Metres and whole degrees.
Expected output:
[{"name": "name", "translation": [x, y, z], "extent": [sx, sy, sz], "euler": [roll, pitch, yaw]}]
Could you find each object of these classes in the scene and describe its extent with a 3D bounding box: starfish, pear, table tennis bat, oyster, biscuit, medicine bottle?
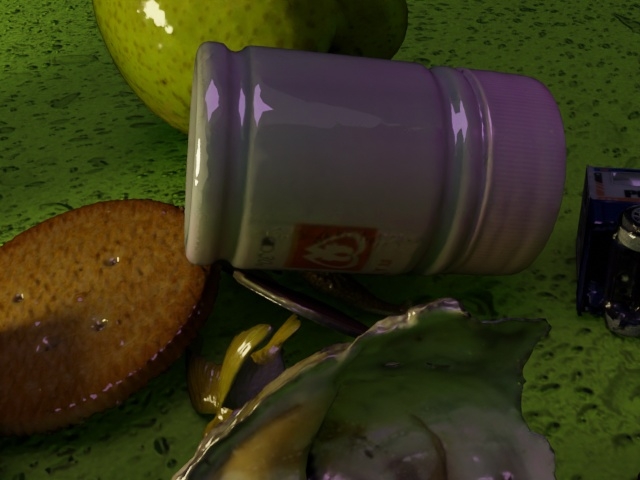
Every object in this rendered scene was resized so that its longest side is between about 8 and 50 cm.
[{"name": "starfish", "translation": [0.000, 0.001, 0.788], "extent": [0.248, 0.050, 0.138], "euler": [27, 47, 15]}, {"name": "pear", "translation": [-0.081, -0.277, 0.887], "extent": [0.391, 0.391, 0.391], "euler": [-3, 39, 2]}, {"name": "table tennis bat", "translation": [-0.037, 0.049, 0.701], "extent": [0.234, 0.131, 0.022], "euler": [22, 89, 50]}, {"name": "oyster", "translation": [0.027, 0.158, 0.502], "extent": [0.271, 0.275, 0.100], "euler": [16, 2, 3]}, {"name": "biscuit", "translation": [-0.240, 0.064, 0.718], "extent": [0.306, 0.038, 0.305], "euler": [-10, 41, 9]}, {"name": "medicine bottle", "translation": [0.037, -0.068, 0.682], "extent": [0.316, 0.202, 0.202], "euler": [4, 38, -12]}]

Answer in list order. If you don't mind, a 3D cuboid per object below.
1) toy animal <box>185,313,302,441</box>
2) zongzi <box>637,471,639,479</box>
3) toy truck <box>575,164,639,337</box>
[{"name": "toy animal", "translation": [-0.051, 0.135, 0.602], "extent": [0.095, 0.219, 0.155], "euler": [-1, 74, -22]}, {"name": "zongzi", "translation": [0.394, 0.192, 0.449], "extent": [0.300, 0.145, 0.273], "euler": [-13, 43, -20]}, {"name": "toy truck", "translation": [0.384, 0.005, 0.685], "extent": [0.268, 0.124, 0.155], "euler": [5, 35, 13]}]
